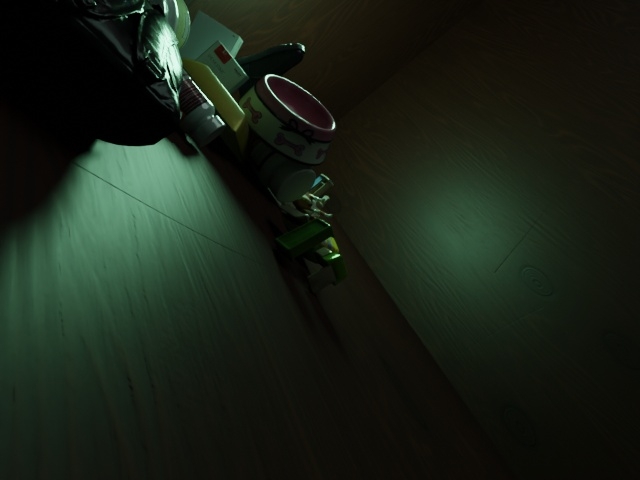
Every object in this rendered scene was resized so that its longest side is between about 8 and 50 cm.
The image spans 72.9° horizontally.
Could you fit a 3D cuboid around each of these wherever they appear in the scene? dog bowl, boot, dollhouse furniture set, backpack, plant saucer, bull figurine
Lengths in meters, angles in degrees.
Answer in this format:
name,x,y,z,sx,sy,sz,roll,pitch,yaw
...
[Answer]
name,x,y,z,sx,sy,sz,roll,pitch,yaw
dog bowl,-0.113,-0.484,1.704,0.408,0.150,0.407,28,32,-20
boot,-0.213,-0.654,2.046,0.146,0.367,0.444,-9,90,-70
dollhouse furniture set,-0.074,0.024,1.368,0.301,0.151,0.197,33,-32,54
dollhouse furniture set,-0.094,-0.343,2.292,0.303,0.198,0.286,49,-1,-29
backpack,-0.365,-0.330,0.726,0.290,0.274,0.355,43,33,-37
plant saucer,-0.357,-0.465,1.566,0.332,0.081,0.333,53,-10,4
bull figurine,-0.063,-0.169,2.036,0.189,0.101,0.310,27,-8,21

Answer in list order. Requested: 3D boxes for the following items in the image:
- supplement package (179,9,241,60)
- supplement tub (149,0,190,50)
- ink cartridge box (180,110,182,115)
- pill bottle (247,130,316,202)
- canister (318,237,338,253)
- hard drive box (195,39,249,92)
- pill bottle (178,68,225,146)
name,x,y,z,sx,sy,sz,roll,pitch,yaw
supplement package,-0.513,-0.862,1.984,0.204,0.261,0.145,30,12,-11
supplement tub,-0.515,-0.647,1.240,0.235,0.235,0.325,49,8,-20
ink cartridge box,-0.416,-0.344,1.086,0.135,0.056,0.099,47,8,-29
pill bottle,-0.199,-0.361,1.816,0.392,0.224,0.224,55,8,22
canister,0.000,0.000,1.851,0.170,0.073,0.126,37,25,-57
hard drive box,-0.449,-0.685,1.821,0.181,0.232,0.089,50,8,-9
pill bottle,-0.381,-0.384,1.236,0.221,0.121,0.121,51,8,-8
